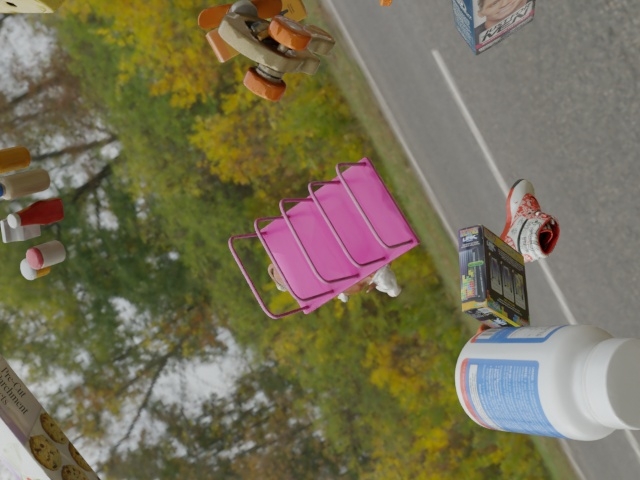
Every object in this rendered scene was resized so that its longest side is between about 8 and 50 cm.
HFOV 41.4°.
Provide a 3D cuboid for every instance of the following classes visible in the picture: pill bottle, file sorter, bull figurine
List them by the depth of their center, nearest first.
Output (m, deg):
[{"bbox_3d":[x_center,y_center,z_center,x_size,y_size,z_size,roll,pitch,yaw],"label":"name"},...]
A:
[{"bbox_3d":[0.262,0.156,0.936,0.124,0.124,0.221,60,153,-9],"label":"pill bottle"},{"bbox_3d":[0.000,0.000,1.648,0.202,0.290,0.182,60,-157,8],"label":"file sorter"},{"bbox_3d":[0.032,0.085,1.989,0.188,0.310,0.101,101,177,-69],"label":"bull figurine"}]

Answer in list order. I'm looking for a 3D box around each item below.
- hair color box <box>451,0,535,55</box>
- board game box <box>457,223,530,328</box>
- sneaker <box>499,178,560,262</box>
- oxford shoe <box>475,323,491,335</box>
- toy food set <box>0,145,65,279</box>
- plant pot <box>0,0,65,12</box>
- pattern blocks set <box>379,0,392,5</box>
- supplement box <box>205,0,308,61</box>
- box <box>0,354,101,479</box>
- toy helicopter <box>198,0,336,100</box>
[{"bbox_3d":[0.399,-0.571,1.948,0.105,0.174,0.347,59,-175,15],"label":"hair color box"},{"bbox_3d":[0.286,0.069,1.395,0.170,0.048,0.141,30,-128,-48],"label":"board game box"},{"bbox_3d":[0.530,-0.054,2.094,0.090,0.145,0.270,43,-127,-27],"label":"sneaker"},{"bbox_3d":[0.397,0.264,1.581,0.271,0.098,0.097,34,-153,16],"label":"oxford shoe"},{"bbox_3d":[-0.508,-0.035,1.425,0.104,0.111,0.232,-24,-62,-52],"label":"toy food set"},{"bbox_3d":[-0.444,-0.441,1.207,0.212,0.187,0.212,10,170,33],"label":"plant pot"},{"bbox_3d":[0.112,-0.524,1.357,0.325,0.026,0.285,-112,23,-73],"label":"pattern blocks set"},{"bbox_3d":[-0.149,-0.503,1.978,0.078,0.233,0.080,62,177,-15],"label":"supplement box"},{"bbox_3d":[-0.389,0.290,1.161,0.324,0.063,0.067,55,-147,-8],"label":"box"},{"bbox_3d":[-0.085,-0.409,1.704,0.235,0.140,0.355,37,-154,15],"label":"toy helicopter"}]
